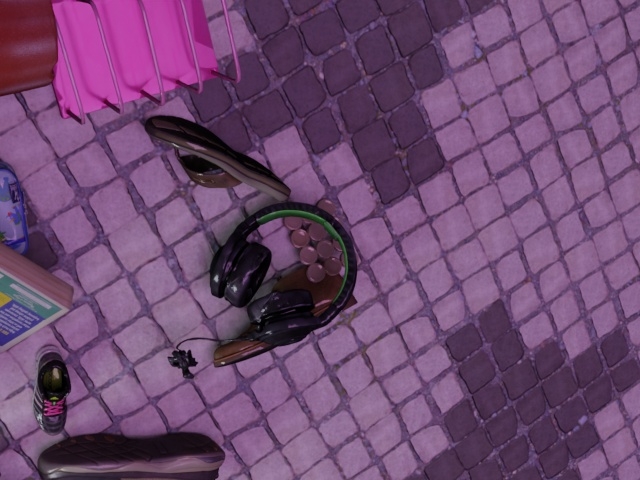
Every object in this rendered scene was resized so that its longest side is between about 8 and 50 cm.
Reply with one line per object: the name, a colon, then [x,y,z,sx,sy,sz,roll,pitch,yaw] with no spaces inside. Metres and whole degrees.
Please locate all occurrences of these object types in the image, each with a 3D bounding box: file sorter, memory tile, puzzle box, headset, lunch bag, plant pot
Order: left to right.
puzzle box: [-0.637,0.052,1.670,0.272,0.052,0.409,-30,130,28]
plant pot: [-0.561,-0.319,1.608,0.265,0.272,0.272,-13,109,-29]
lunch bag: [-0.603,-0.035,1.751,0.219,0.090,0.176,-9,112,-20]
file sorter: [-0.303,-0.326,1.749,0.290,0.182,0.202,-19,111,-18]
headset: [-0.113,0.096,1.905,0.394,0.185,0.243,-43,79,-3]
memory tile: [0.000,0.000,2.035,0.113,0.012,0.148,-23,87,-20]

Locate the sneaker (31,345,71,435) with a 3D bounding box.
sneaker: [-0.485,0.280,1.895,0.063,0.075,0.170,-2,105,-23]

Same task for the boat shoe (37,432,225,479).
boat shoe: [-0.351,0.446,1.970,0.355,0.132,0.130,4,102,-24]

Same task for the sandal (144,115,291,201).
sandal: [-0.187,-0.130,1.897,0.302,0.120,0.086,30,105,-28]

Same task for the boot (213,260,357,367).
boot: [-0.087,0.146,2.039,0.305,0.112,0.115,-29,88,-14]
